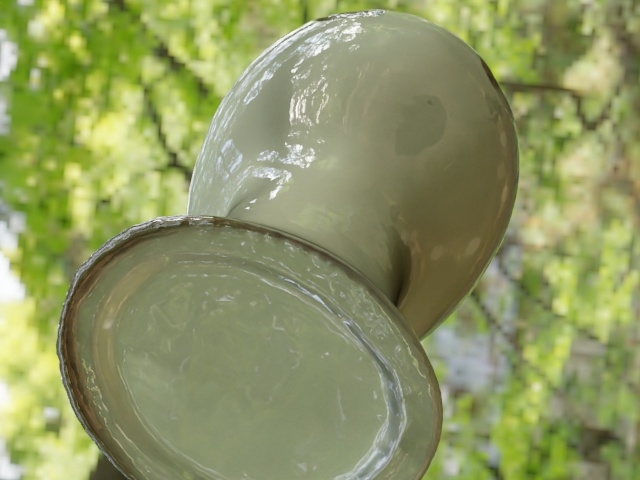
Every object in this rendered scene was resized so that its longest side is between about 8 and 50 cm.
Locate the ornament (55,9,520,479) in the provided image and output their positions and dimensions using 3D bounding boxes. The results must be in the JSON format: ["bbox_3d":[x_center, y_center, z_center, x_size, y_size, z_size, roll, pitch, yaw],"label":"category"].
[{"bbox_3d":[0.000,0.000,0.422,0.081,0.075,0.156,-62,1,24],"label":"ornament"}]
